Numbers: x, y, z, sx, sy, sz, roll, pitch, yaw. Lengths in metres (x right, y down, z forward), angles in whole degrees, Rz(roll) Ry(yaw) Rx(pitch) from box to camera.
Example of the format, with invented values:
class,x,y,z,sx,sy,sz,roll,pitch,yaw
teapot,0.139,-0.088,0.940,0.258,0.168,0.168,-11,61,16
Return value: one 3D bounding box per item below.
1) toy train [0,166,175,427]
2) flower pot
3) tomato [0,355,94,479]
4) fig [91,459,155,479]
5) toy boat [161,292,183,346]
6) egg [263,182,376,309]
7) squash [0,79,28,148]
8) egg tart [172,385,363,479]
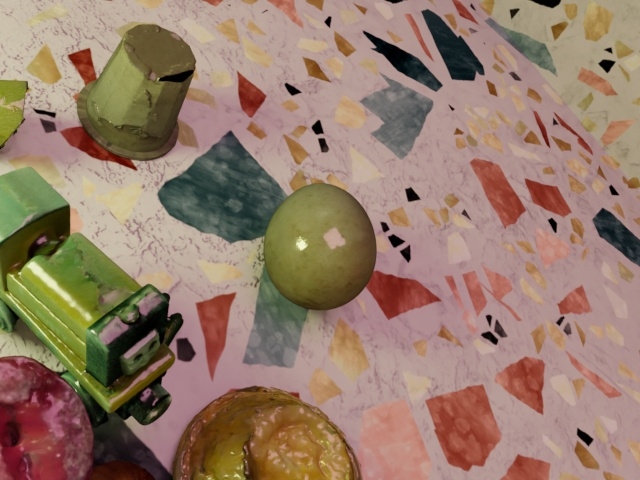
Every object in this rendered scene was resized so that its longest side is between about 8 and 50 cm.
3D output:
class,x,y,z,sx,sy,sz,roll,pitch,yaw
toy train,-0.358,0.089,1.039,0.397,0.253,0.160,41,51,15
flower pot,-0.342,-0.292,1.415,0.212,0.202,0.212,18,54,-26
tomato,-0.471,0.293,0.913,0.335,0.176,0.289,-5,83,-38
fig,-0.266,0.356,0.986,0.134,0.201,0.146,-27,73,-38
toy boat,-0.306,0.168,1.199,0.104,0.052,0.210,38,44,-9
egg,0.000,0.000,1.422,0.218,0.218,0.295,24,39,-18
squash,-0.645,-0.216,1.221,0.288,0.137,0.137,1,57,-21
egg tart,-0.056,0.377,1.167,0.345,0.132,0.345,21,47,-24
